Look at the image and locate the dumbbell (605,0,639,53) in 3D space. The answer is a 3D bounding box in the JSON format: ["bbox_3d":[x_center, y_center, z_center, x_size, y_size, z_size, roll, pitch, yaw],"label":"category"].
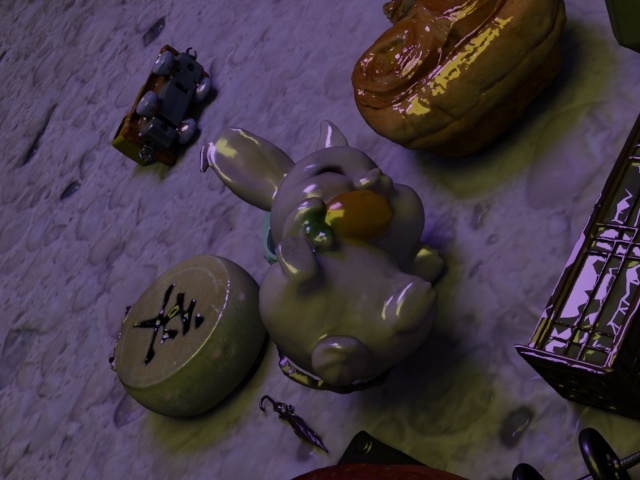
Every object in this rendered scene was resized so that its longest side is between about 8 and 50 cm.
[{"bbox_3d":[0.392,-0.225,0.802,0.302,0.108,0.121,-2,57,45],"label":"dumbbell"}]

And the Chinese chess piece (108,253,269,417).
[{"bbox_3d":[-0.146,0.105,1.079,0.188,0.083,0.188,-29,38,25],"label":"Chinese chess piece"}]

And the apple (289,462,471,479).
[{"bbox_3d":[0.055,0.273,0.620,0.272,0.206,0.251,-26,53,31],"label":"apple"}]

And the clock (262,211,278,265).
[{"bbox_3d":[-0.018,-0.003,1.079,0.101,0.041,0.135,-26,43,27],"label":"clock"}]

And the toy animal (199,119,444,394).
[{"bbox_3d":[0.007,0.002,0.917,0.325,0.208,0.154,52,139,44],"label":"toy animal"}]

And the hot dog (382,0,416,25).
[{"bbox_3d":[0.135,-0.313,1.186,0.169,0.061,0.078,-9,50,41],"label":"hot dog"}]

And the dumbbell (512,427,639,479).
[{"bbox_3d":[0.181,0.178,0.684,0.147,0.069,0.069,-35,38,20],"label":"dumbbell"}]

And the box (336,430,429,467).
[{"bbox_3d":[0.042,0.234,0.813,0.126,0.027,0.125,20,73,52],"label":"box"}]

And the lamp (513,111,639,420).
[{"bbox_3d":[0.272,-0.023,0.760,0.089,0.090,0.325,12,67,49],"label":"lamp"}]

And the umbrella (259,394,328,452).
[{"bbox_3d":[-0.026,0.177,0.946,0.122,0.013,0.022,22,86,52],"label":"umbrella"}]

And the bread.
[{"bbox_3d":[0.148,-0.191,1.013,0.236,0.120,0.198,-43,35,9],"label":"bread"}]

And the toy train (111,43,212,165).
[{"bbox_3d":[-0.241,-0.200,1.452,0.127,0.089,0.219,-20,44,48],"label":"toy train"}]
